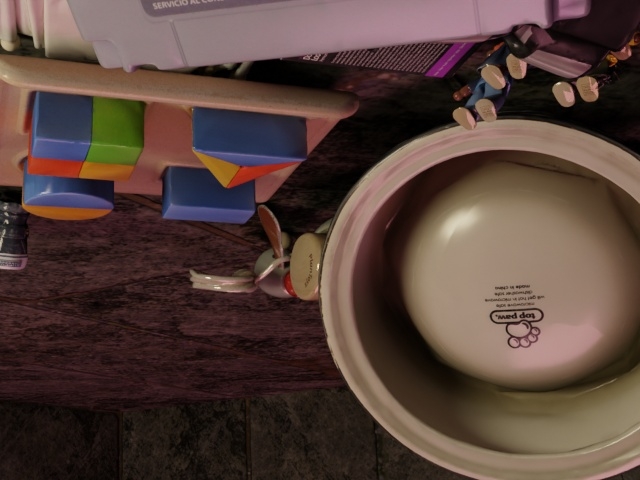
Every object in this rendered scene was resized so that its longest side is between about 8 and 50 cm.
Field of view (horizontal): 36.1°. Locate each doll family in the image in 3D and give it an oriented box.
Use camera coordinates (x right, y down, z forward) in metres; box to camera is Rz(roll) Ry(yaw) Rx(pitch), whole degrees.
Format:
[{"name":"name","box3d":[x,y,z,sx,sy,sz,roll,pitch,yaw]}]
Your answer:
[{"name":"doll family","box3d":[0.189,-0.154,0.811,0.193,0.111,0.076,-6,128,32]}]

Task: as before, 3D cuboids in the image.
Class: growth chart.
[{"name":"growth chart","box3d":[-0.147,-0.176,0.790,0.237,0.021,0.172,4,162,-23]}]

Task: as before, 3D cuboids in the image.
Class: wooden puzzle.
[{"name":"wooden puzzle","box3d":[-0.166,-0.079,0.976,0.322,0.080,0.348,3,168,-19]}]

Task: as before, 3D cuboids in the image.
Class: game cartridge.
[{"name":"game cartridge","box3d":[-0.013,-0.193,0.516,0.294,0.060,0.196,-3,133,15]}]

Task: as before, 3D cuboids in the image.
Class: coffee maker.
[{"name":"coffee maker","box3d":[0.126,-0.185,0.626,0.178,0.120,0.171,3,162,-22]}]

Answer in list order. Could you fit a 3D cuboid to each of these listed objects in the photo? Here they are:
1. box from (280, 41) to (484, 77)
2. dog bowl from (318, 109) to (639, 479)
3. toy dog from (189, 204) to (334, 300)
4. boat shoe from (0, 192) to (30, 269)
[{"name":"box","box3d":[0.058,-0.177,0.807,0.162,0.029,0.116,2,163,-19]},{"name":"dog bowl","box3d":[0.211,0.048,1.031,0.408,0.407,0.150,-9,-162,21]},{"name":"toy dog","box3d":[0.000,0.000,1.282,0.334,0.160,0.220,3,175,43]},{"name":"boat shoe","box3d":[-0.395,-0.023,1.224,0.065,0.083,0.183,7,-172,-30]}]
